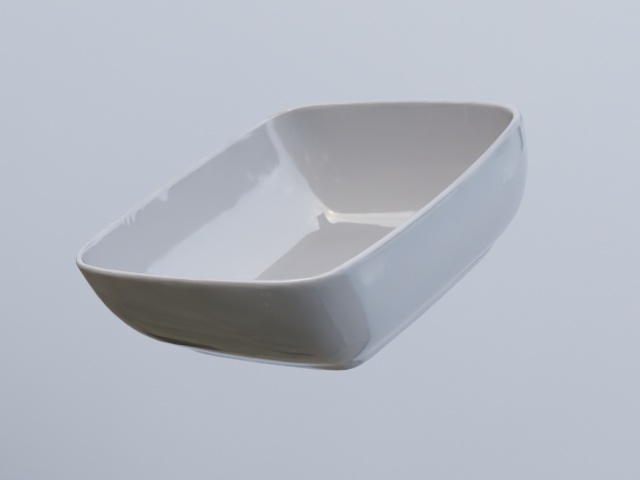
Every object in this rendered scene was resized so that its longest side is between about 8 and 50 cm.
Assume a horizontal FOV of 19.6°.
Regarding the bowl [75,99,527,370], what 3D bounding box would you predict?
[{"bbox_3d":[0.000,0.000,0.689,0.142,0.142,0.053,2,-59,44],"label":"bowl"}]
